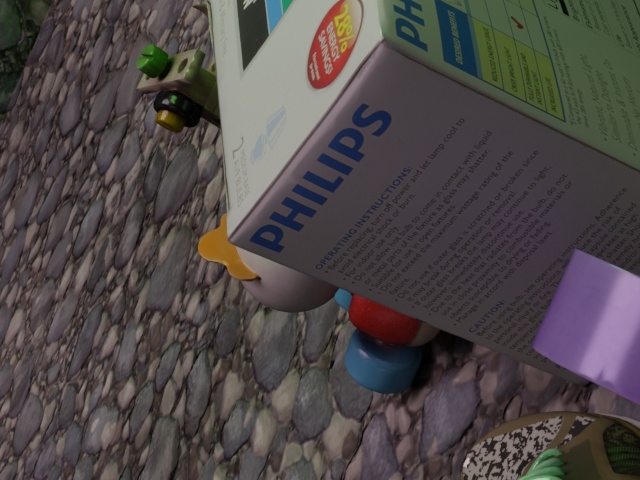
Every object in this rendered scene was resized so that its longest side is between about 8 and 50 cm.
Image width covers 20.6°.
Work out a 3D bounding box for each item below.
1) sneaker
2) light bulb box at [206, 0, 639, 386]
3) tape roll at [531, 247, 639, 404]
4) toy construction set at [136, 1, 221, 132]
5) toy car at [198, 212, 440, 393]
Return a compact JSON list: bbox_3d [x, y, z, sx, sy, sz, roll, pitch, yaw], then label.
[{"bbox_3d":[0.186,0.200,1.278,0.410,0.182,0.158,22,90,65],"label":"sneaker"},{"bbox_3d":[0.115,-0.121,1.470,0.225,0.361,0.358,-50,30,32],"label":"light bulb box"},{"bbox_3d":[0.250,0.079,1.245,0.080,0.189,0.189,-66,25,2],"label":"tape roll"},{"bbox_3d":[-0.108,-0.227,2.134,0.257,0.237,0.309,-62,26,12],"label":"toy construction set"},{"bbox_3d":[0.000,0.000,1.682,0.210,0.238,0.219,-101,24,-49],"label":"toy car"}]
